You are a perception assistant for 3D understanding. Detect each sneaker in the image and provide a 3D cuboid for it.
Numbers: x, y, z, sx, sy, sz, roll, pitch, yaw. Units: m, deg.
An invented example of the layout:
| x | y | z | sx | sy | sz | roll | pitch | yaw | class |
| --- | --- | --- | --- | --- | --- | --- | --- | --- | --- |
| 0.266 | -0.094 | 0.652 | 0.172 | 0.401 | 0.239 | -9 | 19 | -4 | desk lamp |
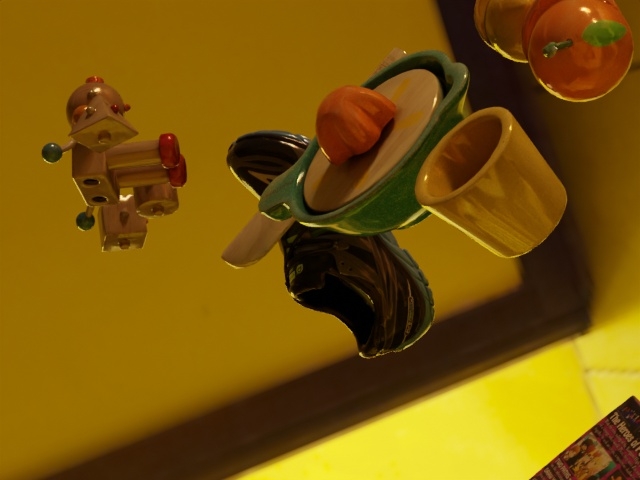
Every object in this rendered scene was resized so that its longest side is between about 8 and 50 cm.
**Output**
| x | y | z | sx | sy | sz | roll | pitch | yaw | class |
| --- | --- | --- | --- | --- | --- | --- | --- | --- | --- |
| 0.000 | 0.000 | 1.249 | 0.188 | 0.078 | 0.067 | 51 | 144 | 7 | sneaker |

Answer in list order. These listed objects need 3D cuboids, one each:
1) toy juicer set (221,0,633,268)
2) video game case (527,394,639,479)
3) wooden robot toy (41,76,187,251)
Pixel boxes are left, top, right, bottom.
| x | y | z | sx | sy | sz | roll | pitch | yaw | class |
| --- | --- | --- | --- | --- | --- | --- | --- | --- | --- |
| 0.053 | -0.087 | 1.114 | 0.089 | 0.209 | 0.329 | 41 | 158 | -23 | toy juicer set |
| 0.183 | 0.231 | 1.226 | 0.042 | 0.210 | 0.232 | 46 | -175 | -25 | video game case |
| -0.123 | -0.062 | 1.109 | 0.173 | 0.076 | 0.079 | 78 | -179 | -65 | wooden robot toy |
